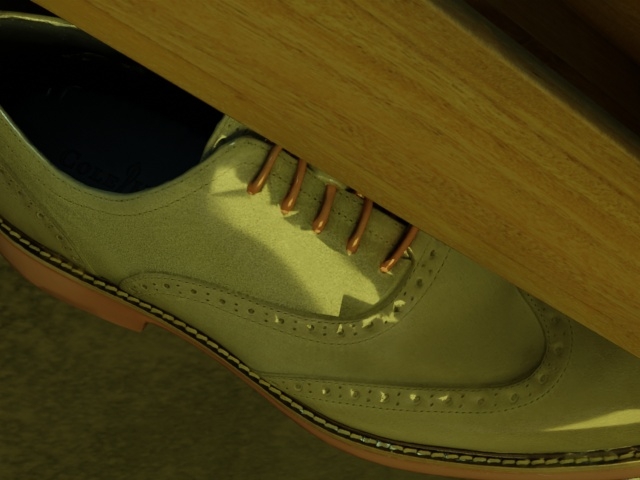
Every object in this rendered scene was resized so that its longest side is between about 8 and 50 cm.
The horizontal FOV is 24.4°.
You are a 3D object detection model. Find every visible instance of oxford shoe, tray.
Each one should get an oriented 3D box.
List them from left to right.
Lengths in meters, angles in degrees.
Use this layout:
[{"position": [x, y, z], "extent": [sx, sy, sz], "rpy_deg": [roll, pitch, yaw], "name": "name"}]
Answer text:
[{"position": [0.000, 0.000, 0.678], "extent": [0.397, 0.140, 0.146], "rpy_deg": [16, 152, 15], "name": "oxford shoe"}, {"position": [0.061, -0.086, 0.522], "extent": [0.076, 0.203, 0.411], "rpy_deg": [-33, 138, 29], "name": "tray"}]

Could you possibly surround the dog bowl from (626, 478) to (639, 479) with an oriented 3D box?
[{"position": [0.180, 0.072, 0.837], "extent": [0.104, 0.265, 0.265], "rpy_deg": [-29, 139, 19], "name": "dog bowl"}]
